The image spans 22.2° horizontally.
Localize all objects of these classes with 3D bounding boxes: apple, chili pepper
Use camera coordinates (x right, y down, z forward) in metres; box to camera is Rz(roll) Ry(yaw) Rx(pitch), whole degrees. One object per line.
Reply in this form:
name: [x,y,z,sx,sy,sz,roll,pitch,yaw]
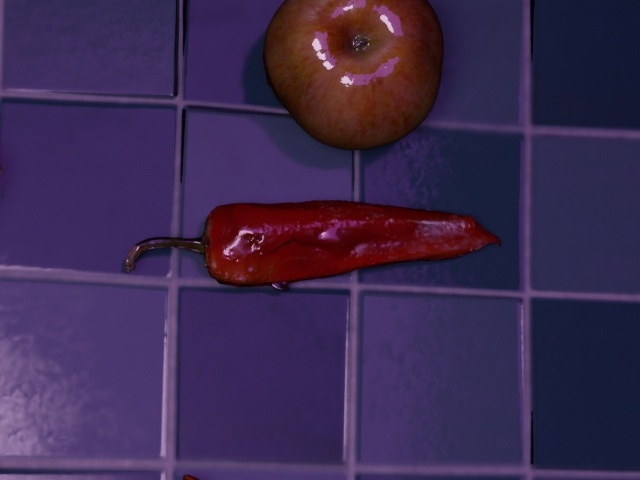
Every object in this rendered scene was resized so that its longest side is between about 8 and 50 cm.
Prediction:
apple: [0.027,-0.124,1.108,0.126,0.102,0.126,1,83,-11]
chili pepper: [0.000,0.000,1.113,0.268,0.050,0.059,-1,67,-12]

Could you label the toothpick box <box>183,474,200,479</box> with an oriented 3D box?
toothpick box: [-0.094,0.197,1.068,0.047,0.047,0.083,40,76,-4]
